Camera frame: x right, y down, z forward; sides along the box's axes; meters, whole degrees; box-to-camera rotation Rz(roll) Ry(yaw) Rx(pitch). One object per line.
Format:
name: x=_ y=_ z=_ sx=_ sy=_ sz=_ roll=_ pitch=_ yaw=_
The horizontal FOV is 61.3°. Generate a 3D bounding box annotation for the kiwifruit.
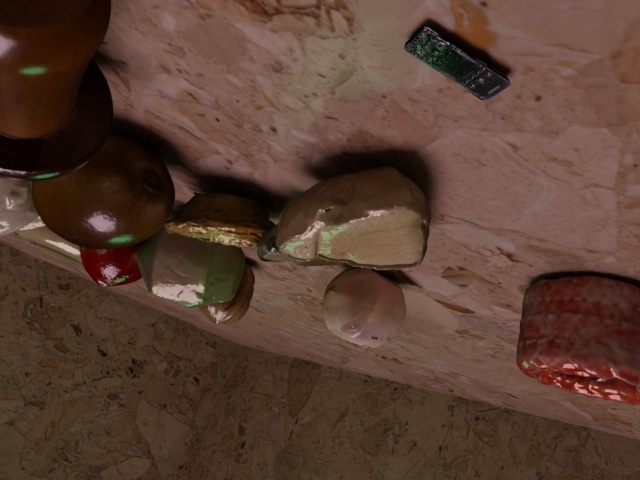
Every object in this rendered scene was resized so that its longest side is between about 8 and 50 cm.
kiwifruit: x=-0.346 y=-0.079 z=0.878 sx=0.234 sy=0.196 sz=0.196 roll=0 pitch=155 yaw=30

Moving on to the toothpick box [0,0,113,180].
toothpick box: x=-0.305 y=-0.183 z=0.547 sx=0.192 sy=0.192 sz=0.294 roll=24 pitch=156 yaw=-17

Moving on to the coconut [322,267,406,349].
coconut: x=0.082 y=0.140 z=1.137 sx=0.183 sy=0.171 sz=0.171 roll=22 pitch=164 yaw=-37

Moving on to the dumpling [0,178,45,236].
dumpling: x=-0.621 y=-0.135 z=1.050 sx=0.315 sy=0.233 sz=0.395 roll=-10 pitch=153 yaw=-15

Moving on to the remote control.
remote control: x=0.120 y=-0.156 z=0.472 sx=0.096 sy=0.014 sz=0.039 roll=25 pitch=161 yaw=-16

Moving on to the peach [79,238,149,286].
peach: x=-0.463 y=0.018 z=1.258 sx=0.197 sy=0.197 sz=0.197 roll=17 pitch=162 yaw=5

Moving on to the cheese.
cheese: x=-0.678 y=-0.008 z=1.459 sx=0.233 sy=0.127 sz=0.266 roll=23 pitch=160 yaw=-16

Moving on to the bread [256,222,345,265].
bread: x=0.000 y=0.000 z=0.911 sx=0.172 sy=0.064 sz=0.232 roll=-14 pitch=168 yaw=29

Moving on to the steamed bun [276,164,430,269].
steamed bun: x=0.042 y=-0.037 z=0.746 sx=0.212 sy=0.110 sz=0.231 roll=-2 pitch=156 yaw=7

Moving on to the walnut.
walnut: x=-0.248 y=0.129 z=1.406 sx=0.155 sy=0.184 sz=0.155 roll=11 pitch=161 yaw=4

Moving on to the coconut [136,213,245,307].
coconut: x=-0.288 y=0.050 z=1.182 sx=0.236 sy=0.236 sz=0.205 roll=17 pitch=128 yaw=5

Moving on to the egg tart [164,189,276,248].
egg tart: x=-0.166 y=-0.033 z=0.958 sx=0.212 sy=0.090 sz=0.212 roll=7 pitch=171 yaw=1

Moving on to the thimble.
thimble: x=0.443 y=0.166 z=0.868 sx=0.239 sy=0.162 sz=0.239 roll=17 pitch=163 yaw=5
